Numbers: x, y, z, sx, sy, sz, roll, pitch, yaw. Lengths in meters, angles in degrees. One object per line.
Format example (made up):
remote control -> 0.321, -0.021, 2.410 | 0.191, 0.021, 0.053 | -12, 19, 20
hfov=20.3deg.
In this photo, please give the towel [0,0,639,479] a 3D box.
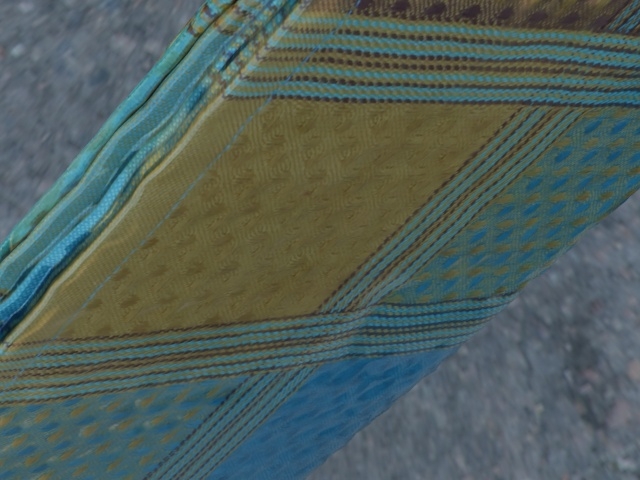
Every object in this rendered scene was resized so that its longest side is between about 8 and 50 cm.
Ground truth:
towel -> 0.000, 0.000, 0.611 | 0.370, 0.271, 0.040 | -45, 63, 33
